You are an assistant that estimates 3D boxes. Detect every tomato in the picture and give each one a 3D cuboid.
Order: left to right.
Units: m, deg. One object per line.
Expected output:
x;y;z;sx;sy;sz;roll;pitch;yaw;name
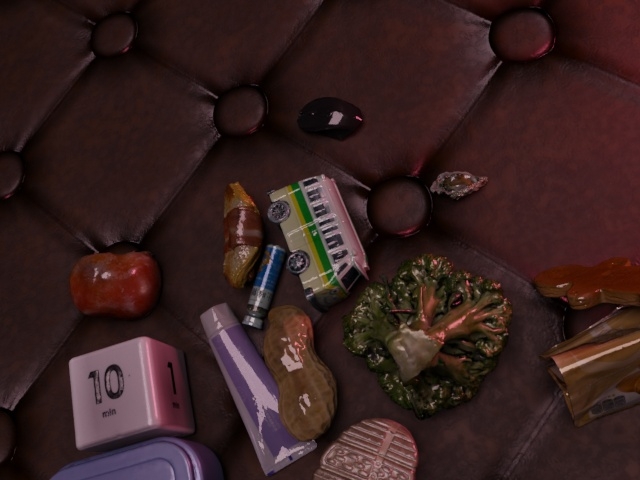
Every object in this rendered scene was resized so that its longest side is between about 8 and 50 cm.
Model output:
-0.496;0.094;1.662;0.213;0.155;0.181;-7;74;13;tomato

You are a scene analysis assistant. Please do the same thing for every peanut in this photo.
-0.043;0.268;1.479;0.120;0.136;0.299;-46;54;42;peanut

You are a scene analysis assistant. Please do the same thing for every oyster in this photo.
0.302;-0.122;1.564;0.098;0.037;0.100;-40;43;-20;oyster

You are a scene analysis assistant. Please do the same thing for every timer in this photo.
-0.402;0.336;1.521;0.192;0.194;0.195;-18;68;10;timer
-0.364;0.609;1.426;0.394;0.173;0.395;-5;69;14;timer

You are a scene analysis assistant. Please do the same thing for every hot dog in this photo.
-0.171;-0.013;1.622;0.093;0.123;0.262;3;76;-20;hot dog

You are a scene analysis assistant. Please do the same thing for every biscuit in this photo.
0.541;0.084;1.326;0.301;0.196;0.049;0;109;49;biscuit

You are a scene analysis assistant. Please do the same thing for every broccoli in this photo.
0.196;0.175;1.354;0.303;0.283;0.321;34;102;14;broccoli

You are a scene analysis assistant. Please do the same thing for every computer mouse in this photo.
0.017;-0.297;1.690;0.172;0.057;0.099;8;76;22;computer mouse

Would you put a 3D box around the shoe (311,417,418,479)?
0.064;0.496;1.322;0.171;0.198;0.351;29;84;22;shoe

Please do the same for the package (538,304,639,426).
0.567;0.182;1.303;0.311;0.221;0.165;-25;46;6;package

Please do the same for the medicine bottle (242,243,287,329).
-0.126;0.104;1.598;0.051;0.051;0.191;11;75;20;medicine bottle

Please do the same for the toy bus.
0.000;0.000;1.550;0.164;0.134;0.276;-26;66;7;toy bus

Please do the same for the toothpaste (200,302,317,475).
-0.150;0.310;1.524;0.125;0.080;0.371;-31;71;0;toothpaste
